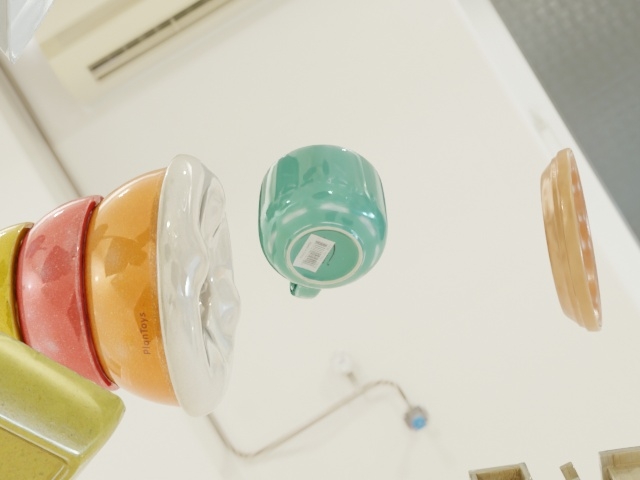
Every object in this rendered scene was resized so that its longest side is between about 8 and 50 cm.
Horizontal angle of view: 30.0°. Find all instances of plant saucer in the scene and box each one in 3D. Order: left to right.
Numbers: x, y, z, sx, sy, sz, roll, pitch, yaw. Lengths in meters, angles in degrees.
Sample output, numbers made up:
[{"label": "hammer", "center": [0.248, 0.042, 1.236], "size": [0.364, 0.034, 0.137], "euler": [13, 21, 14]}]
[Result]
[{"label": "plant saucer", "center": [-0.395, 0.232, 1.138], "size": [0.333, 0.333, 0.081], "euler": [-51, 36, 3]}, {"label": "plant saucer", "center": [0.268, 0.001, 1.283], "size": [0.037, 0.200, 0.200], "euler": [-9, 7, 15]}]

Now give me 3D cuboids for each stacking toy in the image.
[{"label": "stacking toy", "center": [-0.363, 0.069, 1.607], "size": [0.480, 0.351, 0.350], "euler": [-3, 3, 5]}]

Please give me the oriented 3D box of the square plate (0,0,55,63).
[{"label": "square plate", "center": [-0.332, -0.423, 1.339], "size": [0.049, 0.344, 0.347], "euler": [5, 32, -1]}]

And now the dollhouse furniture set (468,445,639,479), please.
[{"label": "dollhouse furniture set", "center": [0.187, 0.225, 0.795], "size": [0.161, 0.101, 0.182], "euler": [-8, 12, 3]}]

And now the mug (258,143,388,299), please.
[{"label": "mug", "center": [0.007, -0.005, 1.190], "size": [0.129, 0.158, 0.097], "euler": [-17, 38, 11]}]
